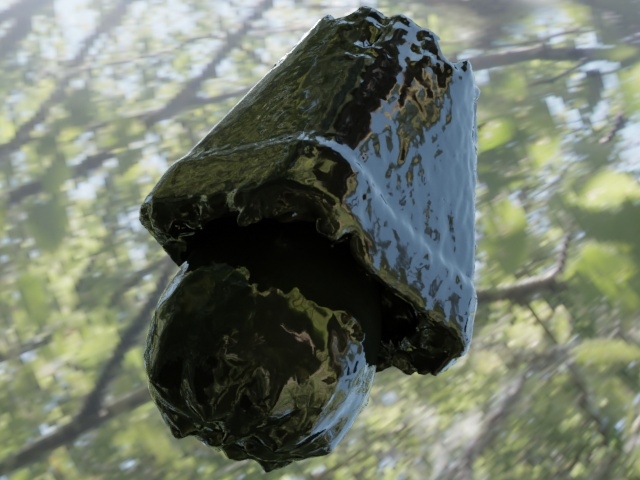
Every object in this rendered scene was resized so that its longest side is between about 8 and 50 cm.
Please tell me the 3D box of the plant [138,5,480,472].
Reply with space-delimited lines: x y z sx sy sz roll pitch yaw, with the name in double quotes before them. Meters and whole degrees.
"plant" 0.000 0.000 1.011 0.142 0.164 0.256 0 -122 43
